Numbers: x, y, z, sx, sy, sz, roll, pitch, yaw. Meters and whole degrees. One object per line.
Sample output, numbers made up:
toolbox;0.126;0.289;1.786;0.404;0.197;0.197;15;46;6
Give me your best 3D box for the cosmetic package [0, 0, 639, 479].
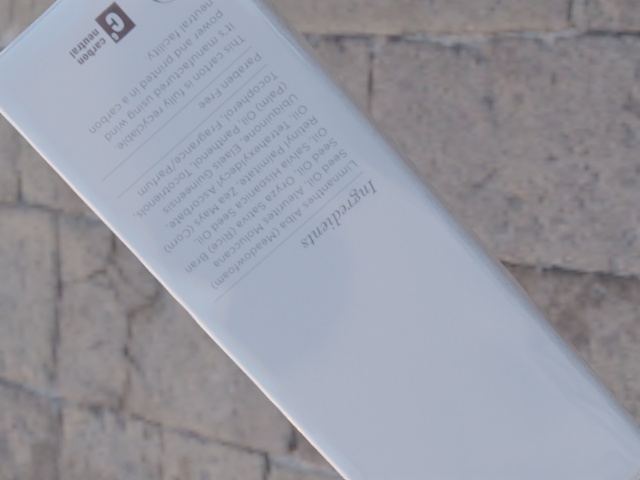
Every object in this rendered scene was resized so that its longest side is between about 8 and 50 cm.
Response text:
cosmetic package;0.000;0.000;1.073;0.161;0.230;0.453;-42;99;5
